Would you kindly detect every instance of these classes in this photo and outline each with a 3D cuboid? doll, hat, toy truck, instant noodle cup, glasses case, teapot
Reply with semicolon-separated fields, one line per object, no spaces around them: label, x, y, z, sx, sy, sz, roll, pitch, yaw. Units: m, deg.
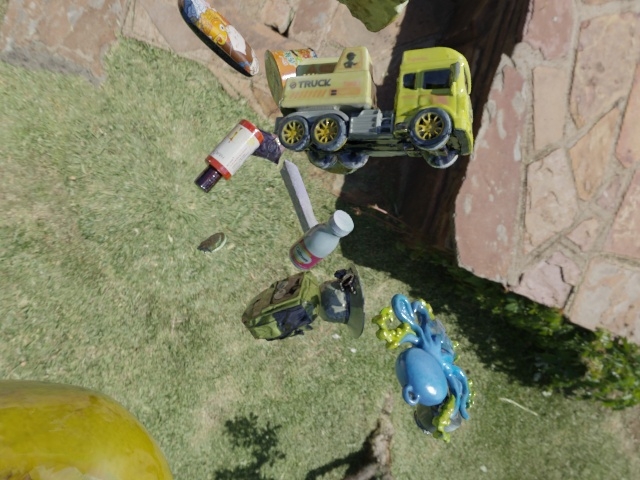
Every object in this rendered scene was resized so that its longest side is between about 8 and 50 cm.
doll;0.269;0.306;1.076;0.346;0.098;0.341;52;33;3
hat;0.051;0.205;1.363;0.129;0.257;0.258;-2;96;-13
toy truck;0.070;-0.187;0.564;0.271;0.124;0.157;5;88;24
instant noodle cup;-0.105;-0.662;1.635;0.182;0.230;0.231;-20;102;-13
glasses case;-0.315;-0.649;1.302;0.321;0.082;0.122;29;40;-50
teapot;0.299;0.449;1.096;0.111;0.149;0.108;27;120;-30

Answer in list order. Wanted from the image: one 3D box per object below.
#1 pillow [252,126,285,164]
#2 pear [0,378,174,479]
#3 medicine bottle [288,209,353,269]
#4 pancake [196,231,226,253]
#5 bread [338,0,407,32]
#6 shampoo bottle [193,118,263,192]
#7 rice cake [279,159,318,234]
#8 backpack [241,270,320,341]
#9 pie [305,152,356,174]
pillow;-0.212;-0.361;1.538;0.184;0.043;0.118;16;115;-33
pear;-0.281;0.249;0.357;0.284;0.336;0.286;-9;105;-34
medicine bottle;0.000;0.000;1.144;0.090;0.216;0.091;22;48;-27
pancake;-0.428;0.008;1.619;0.116;0.129;0.023;-44;128;-23
bread;0.144;-0.515;0.517;0.239;0.264;0.395;39;84;-18
shampoo bottle;-0.320;-0.280;1.391;0.104;0.104;0.278;42;79;-19
rice cake;-0.081;-0.155;1.719;0.070;0.064;0.400;-5;68;-45
backpack;-0.117;0.210;1.256;0.253;0.207;0.140;-23;112;16
pie;0.022;-0.336;1.327;0.303;0.302;0.067;49;66;-17
